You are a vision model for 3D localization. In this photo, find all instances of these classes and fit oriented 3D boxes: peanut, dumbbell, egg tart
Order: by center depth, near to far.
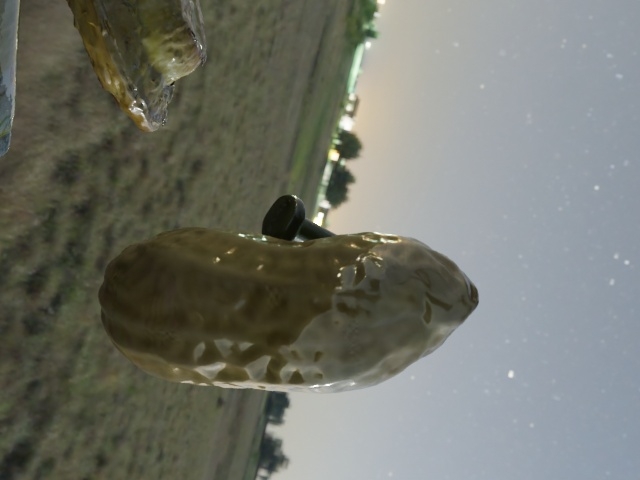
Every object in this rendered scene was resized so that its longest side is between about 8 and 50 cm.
[{"bbox_3d":[-0.028,0.056,0.747,0.153,0.325,0.140,-90,179,-81],"label":"peanut"},{"bbox_3d":[0.000,0.000,0.828,0.052,0.118,0.046,-57,-144,7],"label":"dumbbell"},{"bbox_3d":[-0.299,-0.400,1.434,0.443,0.178,0.443,-14,90,-90],"label":"egg tart"}]

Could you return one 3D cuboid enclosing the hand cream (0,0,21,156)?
[{"bbox_3d":[-0.120,-0.106,0.294,0.067,0.042,0.194,-69,172,-60],"label":"hand cream"}]
